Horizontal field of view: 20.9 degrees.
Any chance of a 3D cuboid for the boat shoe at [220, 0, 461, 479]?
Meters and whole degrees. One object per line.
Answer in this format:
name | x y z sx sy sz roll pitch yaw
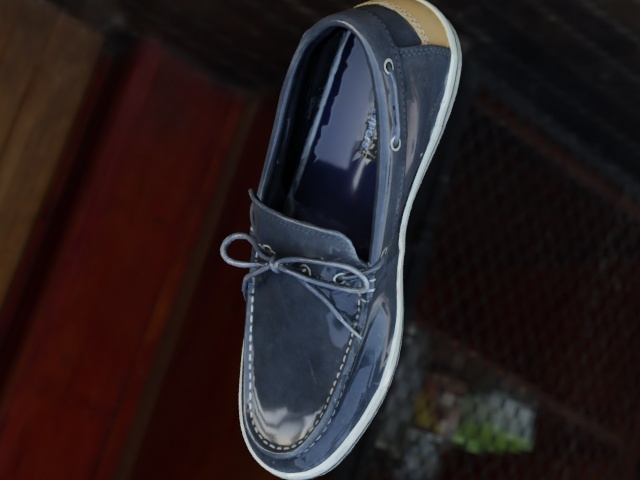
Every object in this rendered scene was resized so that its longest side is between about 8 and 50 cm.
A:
boat shoe | 0.000 0.000 1.698 0.187 0.500 0.156 24 -164 32
